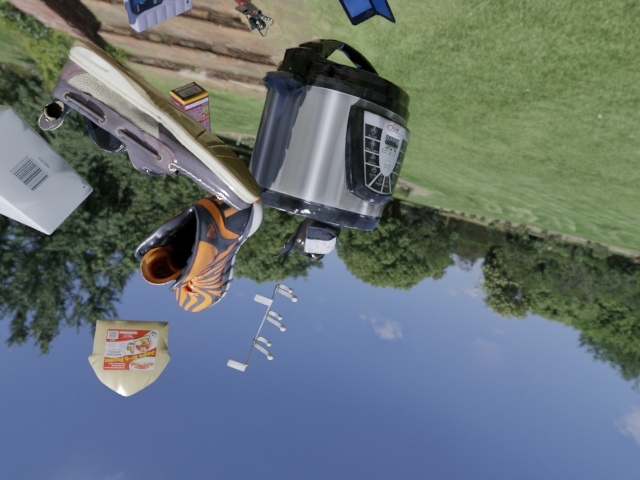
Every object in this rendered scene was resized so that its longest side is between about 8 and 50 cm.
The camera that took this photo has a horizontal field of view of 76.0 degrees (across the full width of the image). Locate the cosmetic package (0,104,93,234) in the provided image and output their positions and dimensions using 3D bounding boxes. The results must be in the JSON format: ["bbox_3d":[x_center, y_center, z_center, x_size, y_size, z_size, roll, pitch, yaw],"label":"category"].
[{"bbox_3d":[-0.644,-0.151,0.828,0.224,0.138,0.224,17,151,28],"label":"cosmetic package"}]

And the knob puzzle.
[{"bbox_3d":[-0.490,0.301,1.060,0.213,0.213,0.030,13,178,-19],"label":"knob puzzle"}]

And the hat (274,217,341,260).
[{"bbox_3d":[-0.014,-0.007,1.520,0.134,0.331,0.331,46,-170,2],"label":"hat"}]

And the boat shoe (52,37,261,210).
[{"bbox_3d":[-0.204,-0.127,0.523,0.285,0.092,0.103,40,-169,-9],"label":"boat shoe"}]

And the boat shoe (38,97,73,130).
[{"bbox_3d":[-0.682,-0.326,1.043,0.056,0.152,0.049,51,-149,-18],"label":"boat shoe"}]

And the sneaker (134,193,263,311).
[{"bbox_3d":[-0.228,0.039,0.683,0.124,0.321,0.180,39,-142,10],"label":"sneaker"}]

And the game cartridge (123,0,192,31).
[{"bbox_3d":[-0.467,-0.792,1.163,0.068,0.230,0.355,37,151,5],"label":"game cartridge"}]

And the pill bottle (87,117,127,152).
[{"bbox_3d":[-0.496,-0.311,1.099,0.122,0.123,0.219,17,-156,9],"label":"pill bottle"}]

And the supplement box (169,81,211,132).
[{"bbox_3d":[-0.456,-0.445,1.449,0.080,0.188,0.104,40,-125,19],"label":"supplement box"}]

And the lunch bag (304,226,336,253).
[{"bbox_3d":[0.000,0.000,1.144,0.083,0.053,0.071,8,148,-2],"label":"lunch bag"}]

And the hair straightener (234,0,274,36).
[{"bbox_3d":[-0.193,-0.661,1.205,0.230,0.047,0.089,47,168,35],"label":"hair straightener"}]

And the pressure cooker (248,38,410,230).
[{"bbox_3d":[0.022,-0.264,1.022,0.375,0.421,0.370,15,-174,-5],"label":"pressure cooker"}]

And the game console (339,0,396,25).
[{"bbox_3d":[0.118,-0.633,1.100,0.124,0.085,0.144,-17,153,23],"label":"game console"}]

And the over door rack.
[{"bbox_3d":[-0.173,0.282,1.361,0.108,0.240,0.324,22,-177,6],"label":"over door rack"}]
